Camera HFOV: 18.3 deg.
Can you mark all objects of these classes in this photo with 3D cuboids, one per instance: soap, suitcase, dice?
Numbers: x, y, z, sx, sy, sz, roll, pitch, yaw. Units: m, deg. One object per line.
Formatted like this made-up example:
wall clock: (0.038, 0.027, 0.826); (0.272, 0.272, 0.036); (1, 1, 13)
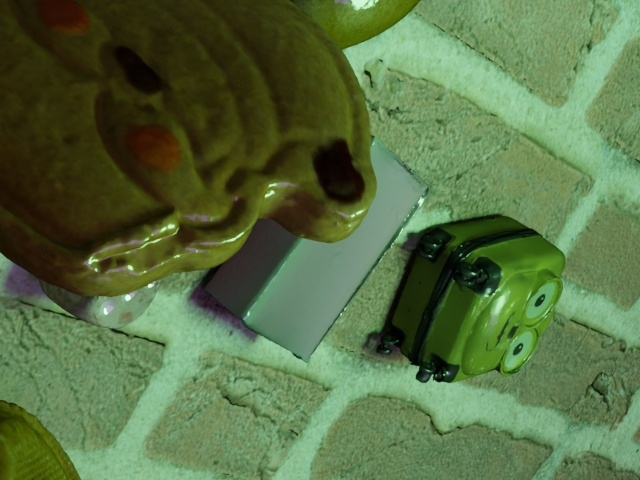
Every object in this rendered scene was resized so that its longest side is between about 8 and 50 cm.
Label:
soap: (-0.001, -0.001, 2.284); (0.259, 0.081, 0.181); (-54, 148, 1)
suitcase: (0.206, 0.081, 2.580); (0.235, 0.143, 0.194); (-10, 128, -49)
dice: (-0.221, 0.030, 2.006); (0.093, 0.094, 0.091); (12, 109, -58)

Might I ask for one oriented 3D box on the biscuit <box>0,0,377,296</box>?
biscuit: (-0.167, -0.120, 1.693); (0.455, 0.350, 0.078); (-15, 147, -35)

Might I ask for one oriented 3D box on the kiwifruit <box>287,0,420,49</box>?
kiwifruit: (0.012, -0.287, 1.922); (0.234, 0.196, 0.196); (-40, 146, -35)

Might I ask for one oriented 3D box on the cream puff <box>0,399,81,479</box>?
cream puff: (-0.348, 0.301, 1.952); (0.212, 0.303, 0.303); (-19, 151, 14)
